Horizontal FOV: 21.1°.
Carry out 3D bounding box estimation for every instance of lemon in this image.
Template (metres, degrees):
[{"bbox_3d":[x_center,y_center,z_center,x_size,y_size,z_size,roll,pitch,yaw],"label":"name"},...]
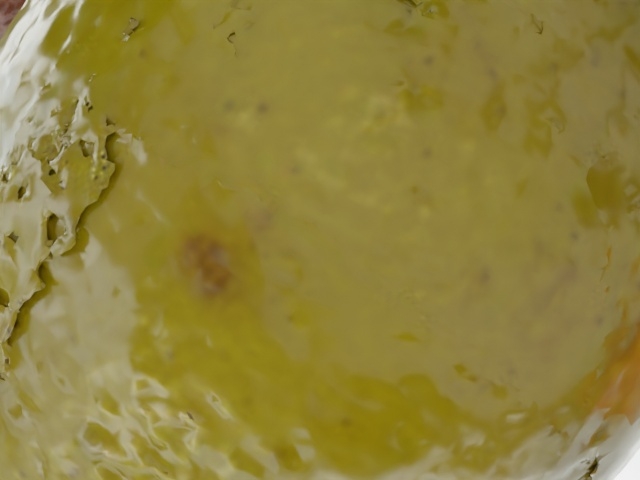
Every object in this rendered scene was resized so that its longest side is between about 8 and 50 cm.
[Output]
[{"bbox_3d":[0.000,0.000,0.588,0.258,0.310,0.258,30,-145,-24],"label":"lemon"}]

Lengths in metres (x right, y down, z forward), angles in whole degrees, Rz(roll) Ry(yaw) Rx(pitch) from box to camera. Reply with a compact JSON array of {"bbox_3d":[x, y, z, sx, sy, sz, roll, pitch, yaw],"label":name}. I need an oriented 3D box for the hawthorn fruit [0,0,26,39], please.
[{"bbox_3d":[-0.235,-0.156,0.916,0.185,0.202,0.185,55,-172,-12],"label":"hawthorn fruit"}]
